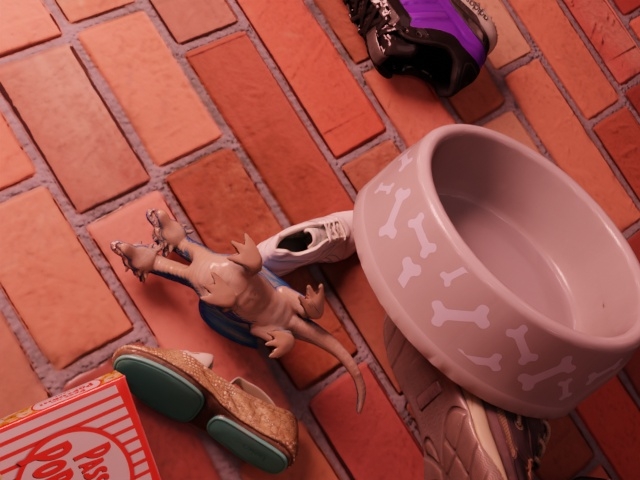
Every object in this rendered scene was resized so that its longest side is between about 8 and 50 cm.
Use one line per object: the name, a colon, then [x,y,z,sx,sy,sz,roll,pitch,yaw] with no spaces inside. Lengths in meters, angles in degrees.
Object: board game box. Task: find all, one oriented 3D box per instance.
board game box: [-0.241,0.219,0.635,0.193,0.045,0.147,-22,98,-27]

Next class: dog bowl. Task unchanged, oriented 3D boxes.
dog bowl: [0.208,0.014,0.800,0.348,0.102,0.349,22,41,-20]

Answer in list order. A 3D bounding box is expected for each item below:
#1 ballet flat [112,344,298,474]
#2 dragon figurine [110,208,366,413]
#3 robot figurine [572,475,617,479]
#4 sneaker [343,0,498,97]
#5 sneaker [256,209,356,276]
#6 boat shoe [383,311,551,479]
ballet flat: [-0.108,0.154,0.729,0.206,0.073,0.067,37,36,-11]
dragon figurine: [-0.070,0.062,0.744,0.289,0.144,0.085,36,76,-20]
robot figurine: [0.340,0.335,0.751,0.209,0.278,0.174,-35,124,-64]
sneaker: [0.087,-0.289,0.924,0.293,0.102,0.146,34,64,-10]
sneaker: [0.000,0.000,0.818,0.152,0.061,0.054,-21,81,-28]
boat shoe: [0.176,0.195,0.756,0.130,0.132,0.356,-2,62,-23]
